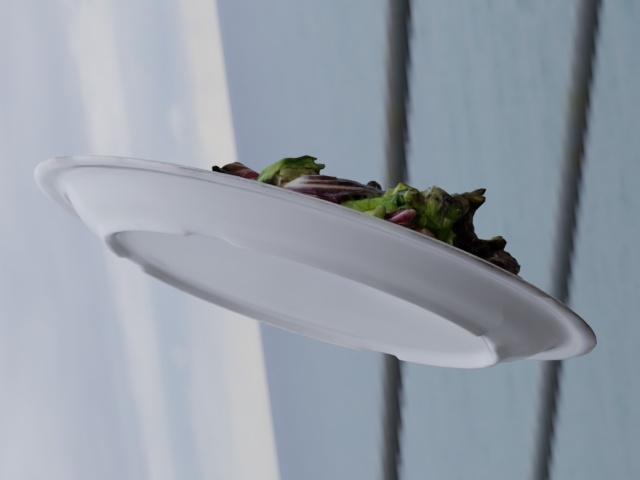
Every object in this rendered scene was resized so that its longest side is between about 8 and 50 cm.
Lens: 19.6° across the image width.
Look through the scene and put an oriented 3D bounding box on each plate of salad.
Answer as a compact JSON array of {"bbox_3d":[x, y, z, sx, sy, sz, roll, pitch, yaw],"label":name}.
[{"bbox_3d":[0.000,0.000,0.636,0.200,0.200,0.048,94,-167,-78],"label":"plate of salad"}]
